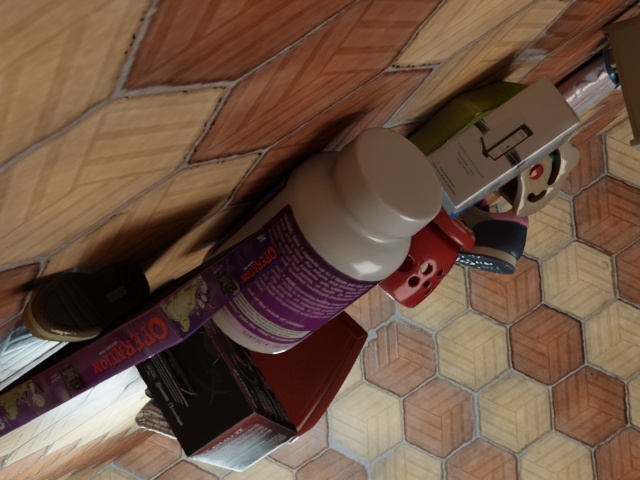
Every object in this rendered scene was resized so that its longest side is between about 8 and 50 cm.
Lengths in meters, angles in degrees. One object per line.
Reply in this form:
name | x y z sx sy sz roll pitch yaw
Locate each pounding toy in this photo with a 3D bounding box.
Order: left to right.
pounding toy | 0.340 -0.153 1.828 0.154 0.155 0.269 -46 139 9

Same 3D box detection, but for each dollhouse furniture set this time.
dollhouse furniture set | 0.625 -0.262 1.721 0.286 0.198 0.303 -15 172 25

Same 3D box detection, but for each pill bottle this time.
pill bottle | 0.000 0.000 1.247 0.301 0.169 0.169 -40 171 40

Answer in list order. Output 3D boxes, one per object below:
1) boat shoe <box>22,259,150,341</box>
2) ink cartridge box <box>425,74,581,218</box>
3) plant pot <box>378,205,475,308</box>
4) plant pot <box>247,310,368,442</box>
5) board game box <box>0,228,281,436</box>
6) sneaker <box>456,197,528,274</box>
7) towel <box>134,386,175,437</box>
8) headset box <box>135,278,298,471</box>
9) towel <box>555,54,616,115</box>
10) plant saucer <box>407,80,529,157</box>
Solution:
boat shoe | -0.247 0.071 1.066 0.072 0.068 0.190 -25 177 22
ink cartridge box | 0.244 -0.125 1.454 0.203 0.086 0.148 -35 173 1
plant pot | 0.156 -0.007 1.828 0.174 0.191 0.191 -45 170 12
plant pot | -0.053 0.217 2.127 0.236 0.267 0.267 -47 171 6
board game box | -0.220 0.109 1.162 0.347 0.056 0.208 -29 -178 35
sneaker | 0.250 -0.033 1.962 0.112 0.319 0.131 33 78 -49
towel | -0.218 0.344 2.188 0.235 0.284 0.121 -18 126 -82
headset box | -0.158 0.190 1.450 0.110 0.218 0.293 -34 161 0
towel | 0.446 -0.241 2.069 0.332 0.053 0.317 -38 171 20
plant saucer | 0.197 -0.164 1.516 0.188 0.045 0.188 -40 171 39
